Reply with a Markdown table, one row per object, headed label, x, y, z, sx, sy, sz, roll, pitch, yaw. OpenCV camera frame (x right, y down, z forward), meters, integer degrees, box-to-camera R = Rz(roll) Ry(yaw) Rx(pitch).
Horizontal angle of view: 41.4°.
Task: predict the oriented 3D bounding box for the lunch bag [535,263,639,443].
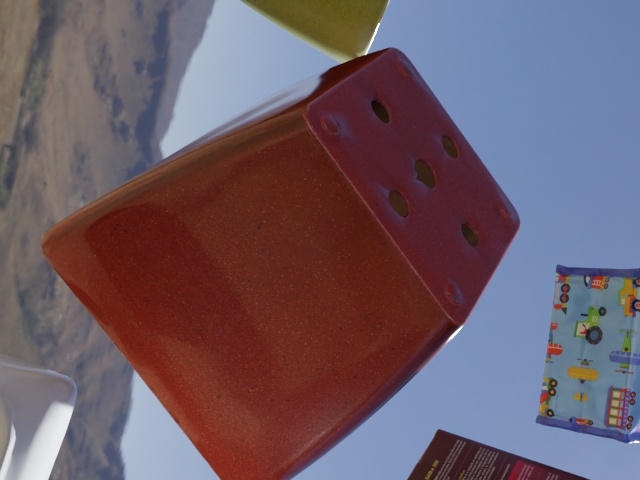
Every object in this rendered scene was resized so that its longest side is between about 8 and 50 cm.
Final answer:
| label | x | y | z | sx | sy | sz | roll | pitch | yaw |
| --- | --- | --- | --- | --- | --- | --- | --- | --- | --- |
| lunch bag | 0.452 | 0.168 | 1.200 | 0.138 | 0.293 | 0.221 | 2 | -99 | 47 |

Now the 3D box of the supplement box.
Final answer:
| label | x | y | z | sx | sy | sz | roll | pitch | yaw |
| --- | --- | --- | --- | --- | --- | --- | --- | --- | --- |
| supplement box | 0.224 | 0.324 | 1.008 | 0.130 | 0.239 | 0.073 | -42 | 138 | -48 |

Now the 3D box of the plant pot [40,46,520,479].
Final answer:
| label | x | y | z | sx | sy | sz | roll | pitch | yaw |
| --- | --- | --- | --- | --- | --- | --- | --- | --- | --- |
| plant pot | 0.000 | 0.000 | 0.682 | 0.235 | 0.267 | 0.267 | -32 | -172 | 36 |

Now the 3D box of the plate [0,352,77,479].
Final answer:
| label | x | y | z | sx | sy | sz | roll | pitch | yaw |
| --- | --- | --- | --- | --- | --- | --- | --- | --- | --- |
| plate | -0.299 | 0.152 | 0.469 | 0.045 | 0.278 | 0.277 | -41 | -148 | 49 |

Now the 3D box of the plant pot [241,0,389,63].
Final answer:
| label | x | y | z | sx | sy | sz | roll | pitch | yaw |
| --- | --- | --- | --- | --- | --- | --- | --- | --- | --- |
| plant pot | -0.046 | -0.362 | 0.894 | 0.275 | 0.293 | 0.275 | -159 | -90 | -86 |
